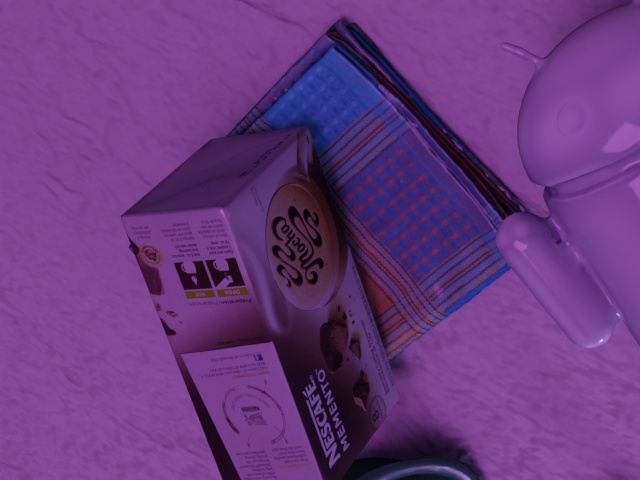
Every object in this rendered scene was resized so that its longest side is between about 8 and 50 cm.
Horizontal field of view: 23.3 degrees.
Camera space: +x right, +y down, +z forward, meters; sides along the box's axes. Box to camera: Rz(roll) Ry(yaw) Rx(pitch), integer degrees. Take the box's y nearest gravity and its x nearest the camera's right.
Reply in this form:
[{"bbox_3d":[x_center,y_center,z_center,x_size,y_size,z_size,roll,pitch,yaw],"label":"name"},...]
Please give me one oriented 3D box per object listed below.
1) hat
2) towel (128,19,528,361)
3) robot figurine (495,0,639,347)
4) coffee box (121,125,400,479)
[{"bbox_3d":[0.043,0.244,1.612,0.208,0.183,0.173,-14,125,-11],"label":"hat"},{"bbox_3d":[0.000,0.000,1.486,0.271,0.040,0.370,46,128,-2],"label":"towel"},{"bbox_3d":[0.287,-0.040,1.210,0.300,0.200,0.353,-34,100,0],"label":"robot figurine"},{"bbox_3d":[-0.048,0.068,1.423,0.119,0.168,0.297,-5,115,32],"label":"coffee box"}]
